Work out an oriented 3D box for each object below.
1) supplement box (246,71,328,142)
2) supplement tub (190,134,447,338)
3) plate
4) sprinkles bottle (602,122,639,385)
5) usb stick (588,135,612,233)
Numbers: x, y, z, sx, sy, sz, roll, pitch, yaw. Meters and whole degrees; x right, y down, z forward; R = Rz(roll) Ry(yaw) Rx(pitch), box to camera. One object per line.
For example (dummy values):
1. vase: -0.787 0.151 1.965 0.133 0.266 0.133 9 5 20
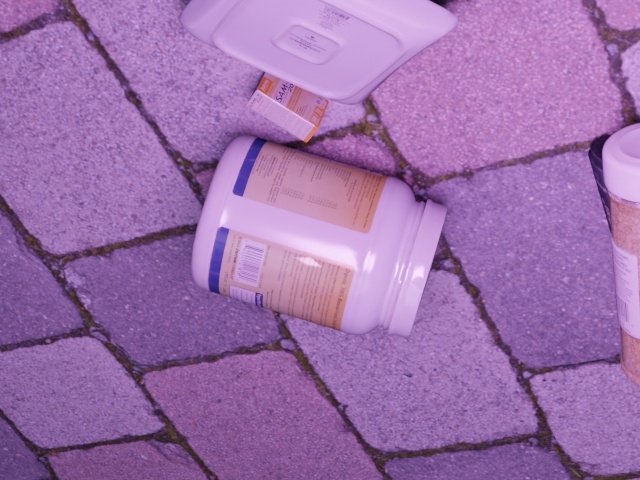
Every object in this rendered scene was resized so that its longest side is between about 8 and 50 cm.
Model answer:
1. supplement box: -0.044 -0.186 1.865 0.098 0.062 0.036 31 135 -11
2. supplement tub: 0.000 0.000 1.904 0.316 0.228 0.228 17 135 4
3. plate: -0.012 -0.261 1.703 0.277 0.045 0.278 23 154 -19
4. sprinkles bottle: 0.435 0.025 1.765 0.121 0.121 0.355 1 126 19
5. usb stick: 0.415 -0.015 1.854 0.045 0.077 0.278 -20 125 6
